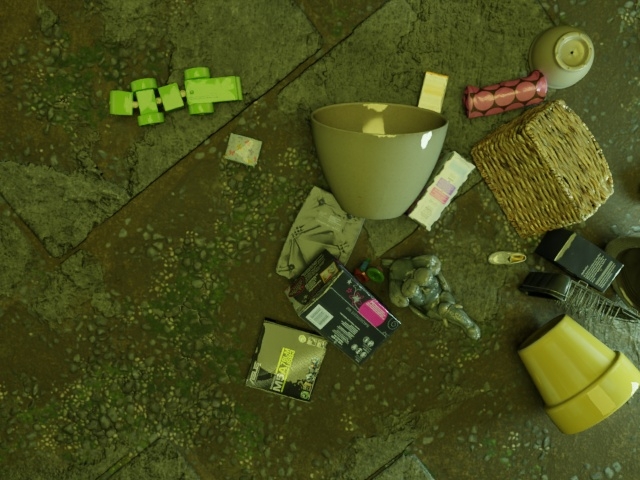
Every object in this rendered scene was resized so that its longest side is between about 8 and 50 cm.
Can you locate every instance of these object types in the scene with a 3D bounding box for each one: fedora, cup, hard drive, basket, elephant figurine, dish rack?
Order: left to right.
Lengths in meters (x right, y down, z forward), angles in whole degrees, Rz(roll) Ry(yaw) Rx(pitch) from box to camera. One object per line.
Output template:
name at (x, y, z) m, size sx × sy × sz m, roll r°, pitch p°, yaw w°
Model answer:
hard drive at (0.000, 0.000, 1.848) m, size 0.172 × 0.054 × 0.255 m, roll 24°, pitch 96°, yaw -4°
cup at (0.138, -0.189, 1.720) m, size 0.331 × 0.331 × 0.237 m, roll 0°, pitch 113°, yaw -2°
elephant figurine at (0.288, 0.151, 1.835) m, size 0.169 × 0.186 × 0.239 m, roll -26°, pitch 128°, yaw 34°
basket at (0.582, -0.192, 1.828) m, size 0.213 × 0.223 × 0.299 m, roll -38°, pitch 98°, yaw -31°
dish rack at (0.677, 0.161, 1.821) m, size 0.271 × 0.208 × 0.074 m, roll 27°, pitch 87°, yaw -6°
fedora at (0.884, 0.081, 1.829) m, size 0.124 × 0.244 × 0.275 m, roll -33°, pitch 98°, yaw -28°

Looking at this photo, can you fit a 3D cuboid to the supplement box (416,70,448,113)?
supplement box at (0.290, -0.384, 1.822) m, size 0.062 × 0.036 × 0.098 m, roll 13°, pitch 96°, yaw -4°

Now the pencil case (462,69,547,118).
pencil case at (0.469, -0.378, 1.804) m, size 0.209 × 0.095 × 0.098 m, roll -12°, pitch 59°, yaw 0°

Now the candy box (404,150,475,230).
candy box at (0.292, -0.130, 1.788) m, size 0.070 × 0.165 × 0.196 m, roll 34°, pitch 95°, yaw -6°

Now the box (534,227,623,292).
box at (0.669, 0.045, 1.826) m, size 0.158 × 0.156 × 0.093 m, roll 33°, pitch 95°, yaw -5°

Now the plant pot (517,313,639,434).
plant pot at (0.654, 0.332, 1.827) m, size 0.254 × 0.254 × 0.239 m, roll -39°, pitch 82°, yaw 3°

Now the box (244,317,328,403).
box at (-0.090, 0.323, 1.887) m, size 0.184 × 0.045 × 0.191 m, roll 17°, pitch 95°, yaw -6°

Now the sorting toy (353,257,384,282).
sorting toy at (0.130, 0.078, 1.850) m, size 0.061 × 0.102 × 0.042 m, roll 53°, pitch 52°, yaw -26°

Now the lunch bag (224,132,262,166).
lunch bag at (-0.198, -0.233, 1.816) m, size 0.083 × 0.053 × 0.071 m, roll 14°, pitch 94°, yaw 6°

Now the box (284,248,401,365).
box at (0.055, 0.172, 1.789) m, size 0.163 × 0.142 × 0.247 m, roll -45°, pitch 119°, yaw 4°

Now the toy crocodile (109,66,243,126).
toy crocodile at (-0.368, -0.362, 1.778) m, size 0.340 × 0.105 × 0.115 m, roll -12°, pitch 97°, yaw -5°

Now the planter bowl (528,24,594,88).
planter bowl at (0.627, -0.474, 1.788) m, size 0.162 × 0.109 × 0.162 m, roll 0°, pitch 97°, yaw -3°

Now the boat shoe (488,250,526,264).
boat shoe at (0.502, 0.048, 1.881) m, size 0.100 × 0.035 × 0.035 m, roll -1°, pitch 97°, yaw -2°
